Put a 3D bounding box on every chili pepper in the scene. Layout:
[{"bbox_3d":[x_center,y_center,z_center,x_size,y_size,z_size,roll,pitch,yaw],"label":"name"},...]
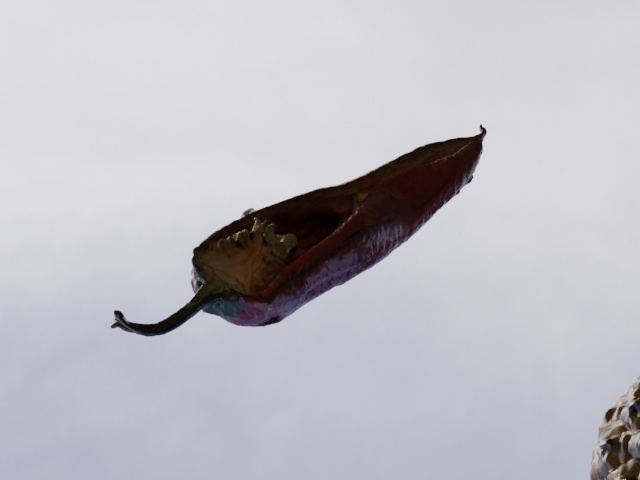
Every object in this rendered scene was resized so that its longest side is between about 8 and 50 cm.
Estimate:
[{"bbox_3d":[0.000,0.000,0.988,0.059,0.050,0.268,26,-141,35],"label":"chili pepper"}]

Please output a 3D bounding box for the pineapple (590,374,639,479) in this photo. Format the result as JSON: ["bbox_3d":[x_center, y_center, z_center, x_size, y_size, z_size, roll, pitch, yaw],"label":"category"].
[{"bbox_3d":[0.337,0.130,1.186,0.202,0.362,0.202,12,-115,-28],"label":"pineapple"}]
